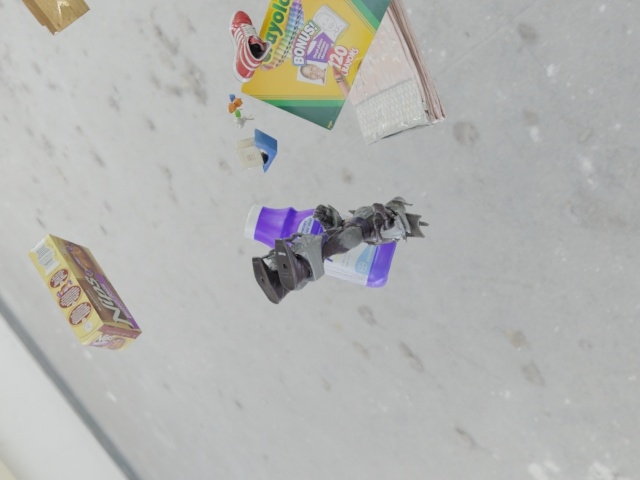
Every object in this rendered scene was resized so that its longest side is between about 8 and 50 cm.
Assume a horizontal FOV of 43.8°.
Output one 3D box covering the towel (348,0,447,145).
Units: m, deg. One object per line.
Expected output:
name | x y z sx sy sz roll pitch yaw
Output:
towel | 0.113 -0.364 1.650 0.317 0.053 0.332 67 161 -7

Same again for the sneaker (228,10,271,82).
sneaker | -0.104 -0.299 1.171 0.067 0.042 0.119 -35 56 54

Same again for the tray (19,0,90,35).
tray | -0.492 -0.486 1.084 0.203 0.076 0.411 43 170 47

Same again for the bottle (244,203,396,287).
bottle | 0.000 0.000 1.499 0.282 0.118 0.092 17 164 5

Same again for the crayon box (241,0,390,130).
crayon box | -0.004 -0.323 1.230 0.165 0.081 0.278 23 134 -4

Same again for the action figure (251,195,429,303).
action figure | 0.038 -0.008 1.183 0.185 0.285 0.099 -10 105 52

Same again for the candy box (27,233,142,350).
candy box | -0.368 0.083 1.246 0.187 0.053 0.109 50 -174 23

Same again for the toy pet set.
toy pet set | -0.105 -0.174 1.322 0.114 0.065 0.122 -95 -10 -54
